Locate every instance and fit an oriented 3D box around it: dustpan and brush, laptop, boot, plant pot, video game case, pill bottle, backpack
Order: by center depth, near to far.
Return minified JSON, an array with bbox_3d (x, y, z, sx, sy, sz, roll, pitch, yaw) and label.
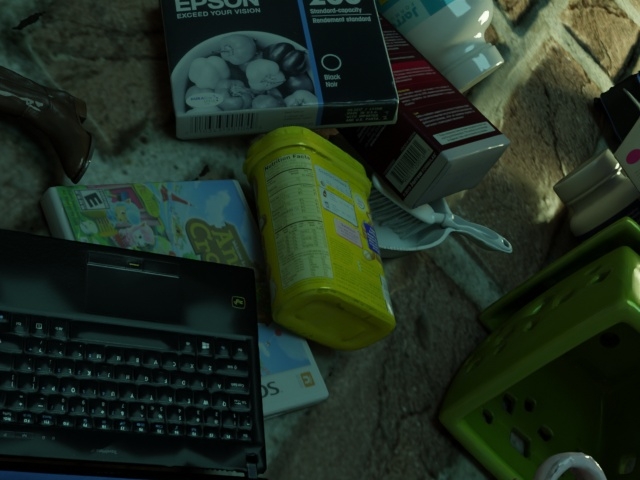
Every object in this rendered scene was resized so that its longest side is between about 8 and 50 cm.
[{"bbox_3d":[-0.120,0.086,0.627,0.234,0.136,0.264,10,55,-24],"label":"laptop"},{"bbox_3d":[-0.231,-0.096,0.761,0.114,0.037,0.106,24,26,-35],"label":"boot"},{"bbox_3d":[-0.103,0.049,0.797,0.193,0.023,0.212,-6,66,-47],"label":"video game case"},{"bbox_3d":[0.278,0.129,0.962,0.227,0.228,0.207,43,32,-11],"label":"plant pot"},{"bbox_3d":[0.103,-0.026,1.025,0.211,0.060,0.147,30,44,-25],"label":"dustpan and brush"},{"bbox_3d":[0.099,-0.287,1.147,0.264,0.146,0.146,56,39,1],"label":"pill bottle"},{"bbox_3d":[0.378,-0.015,1.248,0.187,0.112,0.112,54,39,1],"label":"pill bottle"},{"bbox_3d":[0.514,-0.170,1.496,0.173,0.117,0.158,1,62,-47],"label":"backpack"}]

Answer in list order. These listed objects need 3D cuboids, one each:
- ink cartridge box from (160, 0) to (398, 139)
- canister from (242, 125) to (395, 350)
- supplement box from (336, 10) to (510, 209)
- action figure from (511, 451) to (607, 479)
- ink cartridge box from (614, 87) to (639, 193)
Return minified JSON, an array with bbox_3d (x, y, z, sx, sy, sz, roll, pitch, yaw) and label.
[{"bbox_3d":[-0.045,-0.196,0.947,0.206,0.045,0.208,-6,61,-11],"label":"ink cartridge box"},{"bbox_3d":[0.000,0.000,0.872,0.126,0.073,0.170,29,39,-43],"label":"canister"},{"bbox_3d":[0.066,-0.149,1.032,0.239,0.073,0.130,49,37,18],"label":"supplement box"},{"bbox_3d":[0.033,0.298,0.568,0.370,0.276,0.248,-5,71,-61],"label":"action figure"},{"bbox_3d":[0.430,-0.012,1.107,0.176,0.069,0.371,36,27,-31],"label":"ink cartridge box"}]
